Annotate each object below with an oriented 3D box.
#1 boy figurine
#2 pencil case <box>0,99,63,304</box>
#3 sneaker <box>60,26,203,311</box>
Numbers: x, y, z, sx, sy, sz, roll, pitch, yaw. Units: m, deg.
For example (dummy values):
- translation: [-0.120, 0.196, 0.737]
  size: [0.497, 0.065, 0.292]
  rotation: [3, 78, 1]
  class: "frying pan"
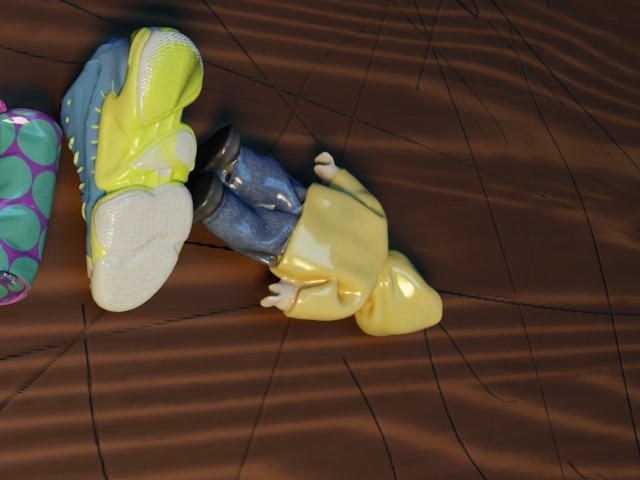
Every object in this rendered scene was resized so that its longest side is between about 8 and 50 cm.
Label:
- translation: [0.000, 0.000, 1.025]
  size: [0.285, 0.092, 0.177]
  rotation: [31, 56, -27]
  class: "boy figurine"
- translation: [-0.249, -0.029, 0.852]
  size: [0.070, 0.064, 0.152]
  rotation: [36, 51, -48]
  class: "pencil case"
- translation: [-0.170, -0.065, 0.926]
  size: [0.091, 0.126, 0.240]
  rotation: [10, 96, -46]
  class: "sneaker"
